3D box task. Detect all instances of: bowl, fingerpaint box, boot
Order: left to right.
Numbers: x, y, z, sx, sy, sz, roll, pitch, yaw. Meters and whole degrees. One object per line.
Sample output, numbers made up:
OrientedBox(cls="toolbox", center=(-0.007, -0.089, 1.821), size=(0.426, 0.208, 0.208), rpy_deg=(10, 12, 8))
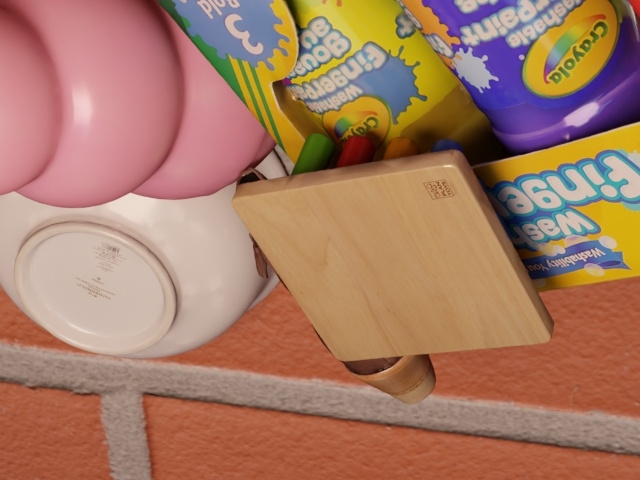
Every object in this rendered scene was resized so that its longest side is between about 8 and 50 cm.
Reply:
OrientedBox(cls="bowl", center=(-0.177, 0.005, 1.301), size=(0.298, 0.134, 0.298), rpy_deg=(7, 130, 8))
OrientedBox(cls="boot", center=(0.000, 0.000, 1.169), size=(0.090, 0.248, 0.207), rpy_deg=(-36, 133, 5))
OrientedBox(cls="fingerpaint box", center=(0.131, -0.155, 0.913), size=(0.445, 0.163, 0.371), rpy_deg=(-12, 125, 50))

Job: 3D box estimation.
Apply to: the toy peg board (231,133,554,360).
OrientedBox(cls="toy peg board", center=(0.055, -0.008, 0.973), size=(0.161, 0.079, 0.161), rpy_deg=(-8, 132, 30))

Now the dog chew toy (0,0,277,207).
OrientedBox(cls="dog chew toy", center=(-0.166, -0.116, 1.071), size=(0.206, 0.332, 0.206), rpy_deg=(13, 110, 37))
